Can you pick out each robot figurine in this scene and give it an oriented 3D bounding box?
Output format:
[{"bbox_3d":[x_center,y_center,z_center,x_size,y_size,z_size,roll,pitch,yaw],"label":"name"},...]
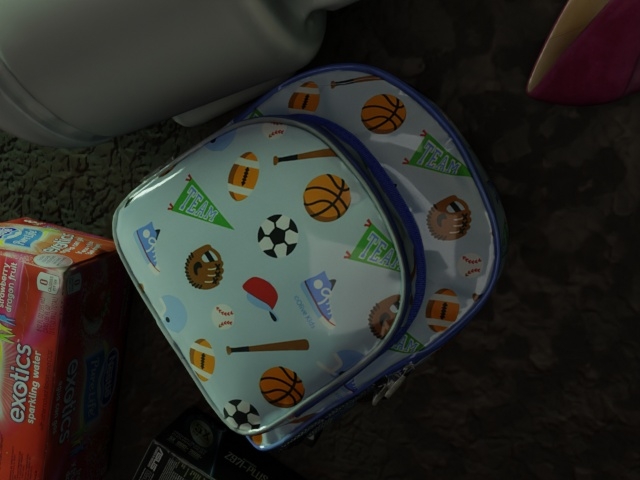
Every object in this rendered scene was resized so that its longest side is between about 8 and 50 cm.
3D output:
[{"bbox_3d":[-0.133,-0.185,0.517,0.353,0.300,0.200,-15,55,21],"label":"robot figurine"}]

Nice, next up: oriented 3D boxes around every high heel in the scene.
[{"bbox_3d":[0.195,-0.206,0.482,0.117,0.082,0.244,-6,128,8],"label":"high heel"}]

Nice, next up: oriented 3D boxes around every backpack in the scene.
[{"bbox_3d":[0.000,0.000,0.547,0.263,0.213,0.276,-35,88,10],"label":"backpack"}]

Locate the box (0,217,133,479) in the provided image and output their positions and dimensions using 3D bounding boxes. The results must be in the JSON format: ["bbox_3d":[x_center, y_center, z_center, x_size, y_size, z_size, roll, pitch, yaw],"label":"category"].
[{"bbox_3d":[-0.270,0.119,0.683,0.128,0.122,0.257,14,104,13],"label":"box"}]

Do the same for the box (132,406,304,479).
[{"bbox_3d":[-0.117,0.278,0.693,0.147,0.077,0.180,31,108,9],"label":"box"}]
